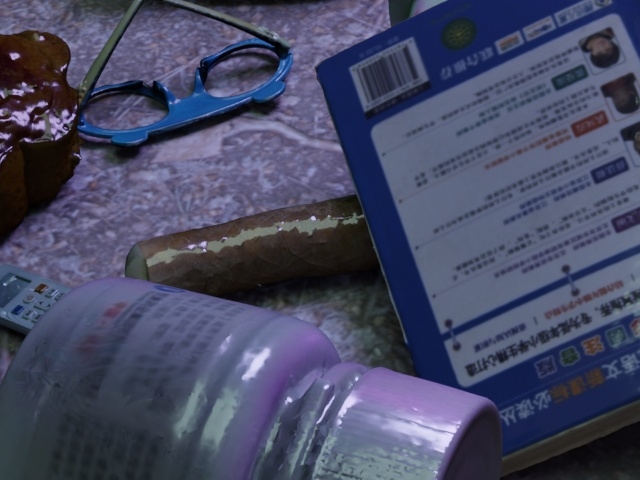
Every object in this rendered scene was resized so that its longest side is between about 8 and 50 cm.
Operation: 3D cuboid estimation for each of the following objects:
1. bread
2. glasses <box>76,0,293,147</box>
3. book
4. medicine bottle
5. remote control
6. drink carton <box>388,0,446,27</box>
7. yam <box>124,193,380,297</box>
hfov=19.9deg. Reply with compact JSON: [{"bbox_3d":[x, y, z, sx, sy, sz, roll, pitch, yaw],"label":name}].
[{"bbox_3d":[-0.337,-0.105,1.729,0.232,0.135,0.246,10,45,17],"label":"bread"},{"bbox_3d":[-0.153,-0.213,1.821,0.239,0.207,0.102,-17,8,-14],"label":"glasses"},{"bbox_3d":[0.183,-0.038,1.514,0.300,0.039,0.428,-24,59,12],"label":"book"},{"bbox_3d":[-0.053,0.176,1.308,0.325,0.256,0.256,11,46,20],"label":"medicine bottle"},{"bbox_3d":[-0.238,0.068,1.612,0.162,0.029,0.061,19,46,31],"label":"remote control"},{"bbox_3d":[0.131,-0.165,1.751,0.146,0.144,0.142,2,53,10],"label":"drink carton"},{"bbox_3d":[0.000,0.000,1.621,0.357,0.081,0.081,-12,43,-7],"label":"yam"}]
